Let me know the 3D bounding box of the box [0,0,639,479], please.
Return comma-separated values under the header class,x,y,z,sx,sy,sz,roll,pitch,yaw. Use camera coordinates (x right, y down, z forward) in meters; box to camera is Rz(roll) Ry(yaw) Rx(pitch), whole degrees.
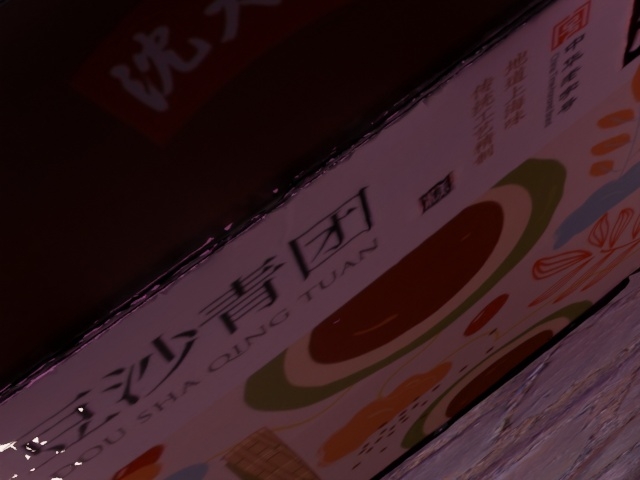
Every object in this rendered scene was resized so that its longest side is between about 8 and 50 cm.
class,x,y,z,sx,sy,sz,roll,pitch,yaw
box,0.000,0.000,0.577,0.344,0.122,0.385,-36,158,-7
